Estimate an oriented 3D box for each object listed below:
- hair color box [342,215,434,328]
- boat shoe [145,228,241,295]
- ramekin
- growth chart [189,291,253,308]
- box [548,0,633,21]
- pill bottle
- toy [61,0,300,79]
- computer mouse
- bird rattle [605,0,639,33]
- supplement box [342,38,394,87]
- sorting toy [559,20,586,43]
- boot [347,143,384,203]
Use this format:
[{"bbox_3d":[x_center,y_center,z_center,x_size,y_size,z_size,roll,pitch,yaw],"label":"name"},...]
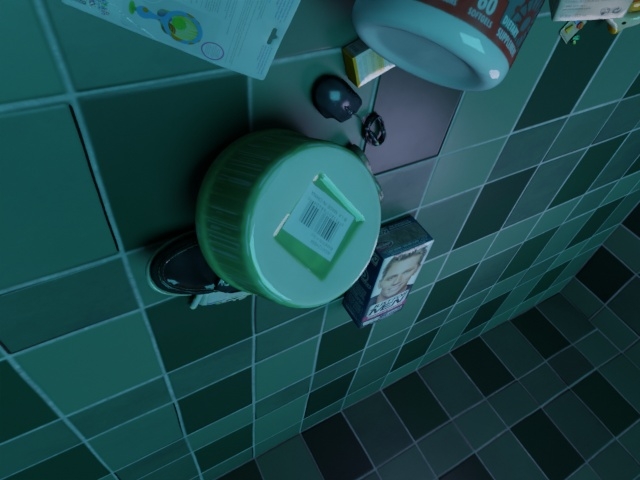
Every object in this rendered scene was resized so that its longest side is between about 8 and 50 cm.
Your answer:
[{"bbox_3d":[0.187,0.103,1.319,0.174,0.105,0.347,-20,144,-24],"label":"hair color box"},{"bbox_3d":[-0.153,0.038,0.867,0.340,0.113,0.127,-3,93,-43],"label":"boat shoe"},{"bbox_3d":[-0.040,-0.034,0.762,0.303,0.148,0.303,-10,108,-35],"label":"ramekin"},{"bbox_3d":[-0.181,0.111,1.023,0.237,0.021,0.172,-12,162,-33],"label":"growth chart"},{"bbox_3d":[0.442,-0.501,0.662,0.121,0.148,0.311,2,160,11],"label":"box"},{"bbox_3d":[0.201,-0.389,0.535,0.210,0.210,0.363,13,106,-50],"label":"pill bottle"},{"bbox_3d":[-0.152,-0.280,0.494,0.237,0.056,0.137,12,152,-22],"label":"toy"},{"bbox_3d":[0.067,-0.228,0.838,0.071,0.041,0.242,-47,147,17],"label":"computer mouse"},{"bbox_3d":[0.702,-0.546,0.943,0.207,0.143,0.253,-29,148,21],"label":"bird rattle"},{"bbox_3d":[0.090,-0.311,0.754,0.098,0.036,0.062,-32,147,-6],"label":"supplement box"},{"bbox_3d":[0.574,-0.474,1.012,0.083,0.012,0.062,8,127,-47],"label":"sorting toy"},{"bbox_3d":[0.020,-0.084,0.949,0.208,0.076,0.190,-41,134,-4],"label":"boot"}]
